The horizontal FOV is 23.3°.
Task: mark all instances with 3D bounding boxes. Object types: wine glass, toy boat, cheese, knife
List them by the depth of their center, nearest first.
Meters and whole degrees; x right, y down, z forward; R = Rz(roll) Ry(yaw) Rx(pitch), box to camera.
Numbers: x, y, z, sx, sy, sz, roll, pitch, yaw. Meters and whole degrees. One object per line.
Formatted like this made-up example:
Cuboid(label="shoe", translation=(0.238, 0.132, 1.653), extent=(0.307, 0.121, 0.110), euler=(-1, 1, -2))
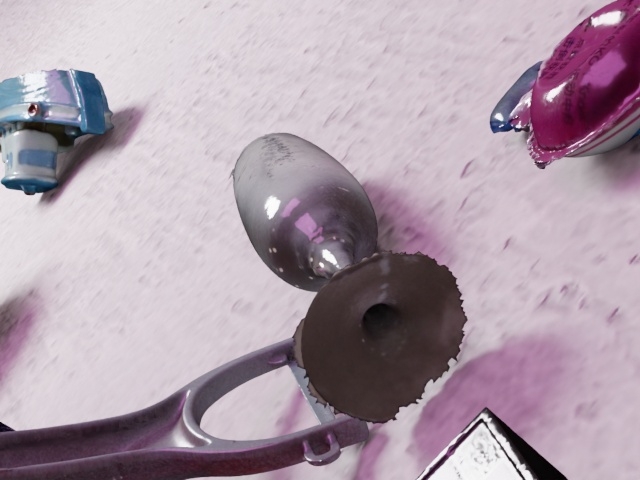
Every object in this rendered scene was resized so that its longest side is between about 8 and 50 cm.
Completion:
Cuboid(label="knife", translation=(-0.124, 0.089, 0.645), extent=(0.278, 0.053, 0.123), euler=(-7, 13, -11))
Cuboid(label="cheese", translation=(0.111, -0.067, 0.651), extent=(0.095, 0.038, 0.145), euler=(-51, 14, -11))
Cuboid(label="wine glass", translation=(0.000, 0.000, 0.720), extent=(0.074, 0.074, 0.262), euler=(-47, 20, 5))
Cuboid(label="toy boat", translation=(-0.241, -0.089, 1.382), extent=(0.215, 0.088, 0.102), euler=(-11, 76, 58))

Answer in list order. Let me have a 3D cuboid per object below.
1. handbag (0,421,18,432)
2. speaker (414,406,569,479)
Cuboid(label="handbag", translation=(-0.306, 0.126, 0.913), extent=(0.228, 0.208, 0.127), euler=(-22, 38, 46))
Cuboid(label="speaker", translation=(0.072, 0.106, 0.407), extent=(0.040, 0.046, 0.191), euler=(-46, 21, 5))
